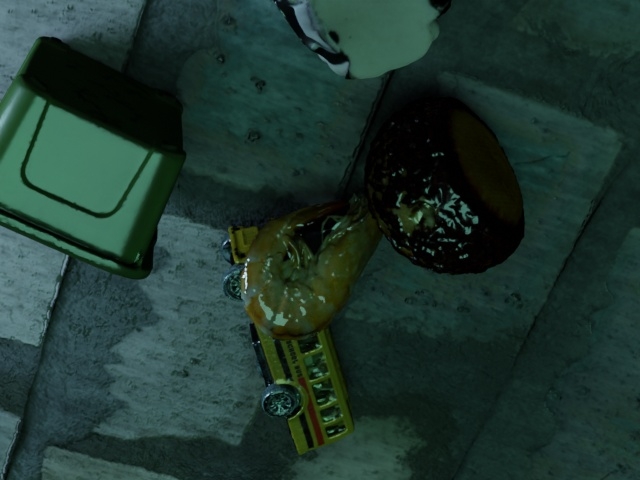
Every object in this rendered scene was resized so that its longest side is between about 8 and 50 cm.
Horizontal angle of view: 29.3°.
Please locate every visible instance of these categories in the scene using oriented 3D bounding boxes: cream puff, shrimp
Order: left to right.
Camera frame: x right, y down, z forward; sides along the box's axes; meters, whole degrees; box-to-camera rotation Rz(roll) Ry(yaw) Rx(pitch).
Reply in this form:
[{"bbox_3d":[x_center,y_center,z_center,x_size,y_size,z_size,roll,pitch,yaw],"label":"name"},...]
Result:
[{"bbox_3d":[0.000,0.000,1.619,0.152,0.063,0.287,37,76,-11],"label":"shrimp"},{"bbox_3d":[0.153,-0.061,1.558,0.165,0.239,0.239,-28,117,27],"label":"cream puff"}]

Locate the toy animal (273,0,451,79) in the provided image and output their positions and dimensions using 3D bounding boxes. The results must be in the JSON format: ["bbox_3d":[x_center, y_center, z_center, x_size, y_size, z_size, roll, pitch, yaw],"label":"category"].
[{"bbox_3d":[0.043,-0.316,1.454,0.204,0.156,0.208,-24,134,8],"label":"toy animal"}]

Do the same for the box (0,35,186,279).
[{"bbox_3d":[-0.289,-0.113,1.473,0.252,0.329,0.178,23,104,-16],"label":"box"}]

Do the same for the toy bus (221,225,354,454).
[{"bbox_3d":[-0.046,0.134,1.723,0.123,0.121,0.335,-15,118,1],"label":"toy bus"}]
